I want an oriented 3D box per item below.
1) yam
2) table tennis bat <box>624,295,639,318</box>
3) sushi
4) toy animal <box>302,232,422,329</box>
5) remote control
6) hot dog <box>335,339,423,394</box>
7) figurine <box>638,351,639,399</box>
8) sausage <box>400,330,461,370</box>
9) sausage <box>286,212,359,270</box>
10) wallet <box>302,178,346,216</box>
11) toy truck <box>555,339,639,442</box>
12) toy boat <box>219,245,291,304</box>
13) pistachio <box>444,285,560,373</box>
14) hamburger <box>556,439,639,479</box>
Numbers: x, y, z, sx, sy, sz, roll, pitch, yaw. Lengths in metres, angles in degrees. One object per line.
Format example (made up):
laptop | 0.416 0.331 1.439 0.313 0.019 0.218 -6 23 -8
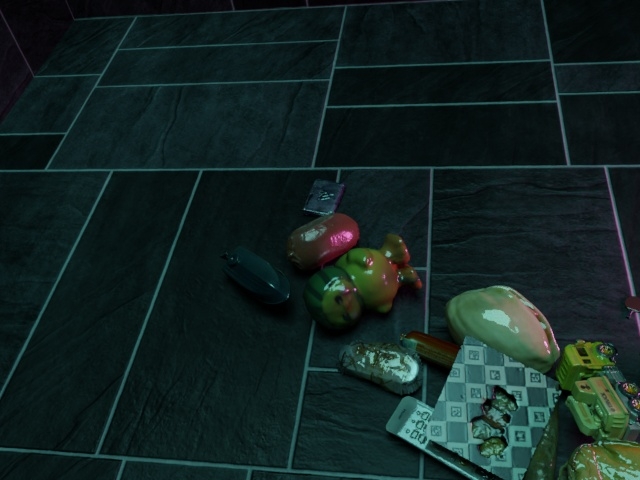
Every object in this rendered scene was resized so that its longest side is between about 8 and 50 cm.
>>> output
yam | 0.535 0.486 1.631 0.081 0.081 0.356 6 49 15
table tennis bat | 0.875 0.188 1.892 0.050 0.007 0.083 24 54 28
sushi | 0.418 0.416 1.653 0.264 0.050 0.290 26 64 14
toy animal | 0.106 0.126 1.968 0.338 0.216 0.191 -30 23 -13
remote control | 0.318 0.505 1.673 0.313 0.055 0.109 26 60 24
hot dog | 0.160 0.338 1.841 0.253 0.069 0.131 11 62 23
figurine | 0.942 0.311 1.682 0.421 0.154 0.193 -8 81 -8
sausage | 0.322 0.300 1.821 0.264 0.083 0.083 18 52 39
sausage | 0.000 0.000 2.132 0.254 0.148 0.148 -33 51 -21
wallet | 0.014 -0.145 2.336 0.111 0.030 0.166 12 53 14
toy truck | 0.665 0.369 1.641 0.157 0.124 0.272 3 35 -7
toy boat | -0.184 0.118 2.063 0.296 0.122 0.114 30 80 43
pistachio | 0.481 0.240 1.803 0.318 0.214 0.193 36 19 26
hamburger | 0.650 0.585 1.473 0.259 0.144 0.283 6 44 18
